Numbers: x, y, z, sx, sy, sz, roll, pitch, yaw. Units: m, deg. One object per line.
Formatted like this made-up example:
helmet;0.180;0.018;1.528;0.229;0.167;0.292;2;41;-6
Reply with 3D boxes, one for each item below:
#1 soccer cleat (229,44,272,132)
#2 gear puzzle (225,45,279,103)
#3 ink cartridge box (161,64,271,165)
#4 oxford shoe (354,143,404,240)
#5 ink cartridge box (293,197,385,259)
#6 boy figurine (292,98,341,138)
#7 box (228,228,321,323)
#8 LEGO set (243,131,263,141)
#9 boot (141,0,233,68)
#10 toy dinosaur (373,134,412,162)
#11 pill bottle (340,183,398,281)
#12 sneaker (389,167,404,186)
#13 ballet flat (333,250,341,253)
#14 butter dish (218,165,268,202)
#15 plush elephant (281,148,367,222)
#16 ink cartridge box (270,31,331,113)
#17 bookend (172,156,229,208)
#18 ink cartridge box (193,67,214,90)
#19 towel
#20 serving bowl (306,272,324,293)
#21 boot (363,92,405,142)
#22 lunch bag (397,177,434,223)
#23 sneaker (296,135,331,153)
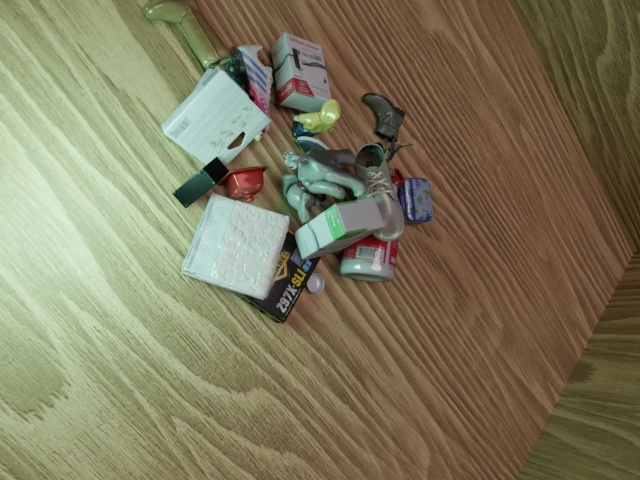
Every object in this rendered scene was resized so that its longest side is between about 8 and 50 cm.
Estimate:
soccer cleat;-0.231;-0.590;1.753;0.143;0.116;0.331;-26;112;-24
gear puzzle;-0.222;-0.654;1.843;0.339;0.044;0.175;18;74;-29
ink cartridge box;-0.369;-0.423;1.623;0.296;0.066;0.261;-43;135;8
oxford shoe;0.221;-0.203;1.791;0.169;0.130;0.449;-9;62;-3
ink cartridge box;0.064;-0.041;1.717;0.211;0.289;0.121;-12;77;-39
boy figurine;-0.017;-0.478;1.806;0.177;0.285;0.092;6;81;-28
box;-0.175;0.119;1.752;0.257;0.079;0.322;40;65;-23
LEGO set;-0.338;-0.482;1.718;0.107;0.132;0.287;-40;129;-12
boot;-0.483;-0.761;1.661;0.236;0.089;0.269;-35;98;-31
toy dinosaur;0.320;-0.426;2.126;0.268;0.064;0.118;-41;121;-19
pill bottle;0.220;-0.040;1.924;0.229;0.229;0.408;17;74;-29
sneaker;0.309;-0.235;2.064;0.087;0.128;0.221;17;75;-29
ballet flat;0.000;0.000;1.891;0.206;0.073;0.067;23;45;-30
butter dish;-0.276;-0.199;1.677;0.160;0.160;0.118;-15;86;-32
plush elephant;-0.020;-0.204;1.746;0.330;0.255;0.272;5;41;-27
ink cartridge box;-0.080;-0.683;1.858;0.197;0.114;0.273;1;72;-40
bookend;-0.427;-0.211;1.627;0.072;0.156;0.157;50;22;-16
ink cartridge box;-0.427;-0.598;1.719;0.063;0.029;0.115;32;66;-24
towel;-0.298;0.014;1.642;0.317;0.053;0.332;19;70;-10
serving bowl;-0.026;0.177;1.863;0.083;0.027;0.083;4;82;-31
boot;0.290;-0.575;2.131;0.246;0.083;0.161;24;77;-25
lunch bag;0.449;-0.188;2.170;0.176;0.090;0.219;0;82;-29
sneaker;-0.017;-0.326;1.901;0.226;0.086;0.163;27;68;-27
